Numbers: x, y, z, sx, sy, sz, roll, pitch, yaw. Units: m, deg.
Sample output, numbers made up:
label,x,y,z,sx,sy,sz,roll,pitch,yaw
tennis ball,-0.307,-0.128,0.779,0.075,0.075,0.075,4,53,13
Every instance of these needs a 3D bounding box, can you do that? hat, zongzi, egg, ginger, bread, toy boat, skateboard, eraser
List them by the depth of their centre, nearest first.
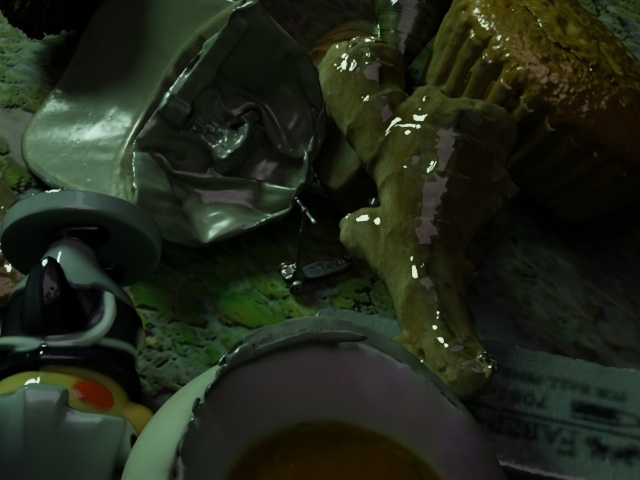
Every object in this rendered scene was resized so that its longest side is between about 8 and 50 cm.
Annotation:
label,x,y,z,sx,sy,sz,roll,pitch,yaw
egg,-0.011,0.208,1.007,0.264,0.174,0.286,-39,93,-38
eraser,0.153,0.142,1.131,0.352,0.077,0.111,12,47,7
ginger,0.079,-0.024,1.171,0.148,0.081,0.334,-3,58,-2
skateboard,0.000,0.000,1.244,0.064,0.083,0.032,-16,50,-19
bread,0.192,-0.115,1.294,0.240,0.139,0.240,35,20,-14
hat,-0.119,-0.101,1.328,0.244,0.149,0.214,21,78,54
toy boat,0.034,-0.120,1.354,0.099,0.108,0.293,26,35,-27
zongzi,0.098,-0.193,1.383,0.084,0.187,0.184,-7,69,23

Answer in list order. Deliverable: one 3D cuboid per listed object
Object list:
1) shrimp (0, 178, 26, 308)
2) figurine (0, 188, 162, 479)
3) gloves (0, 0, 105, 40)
label,x,y,z,sx,sy,sz,roll,pitch,yaw
shrimp,-0.286,-0.017,1.268,0.101,0.042,0.190,-23,54,-14
figurine,-0.175,0.101,1.091,0.133,0.176,0.236,-4,57,8
gloves,-0.167,-0.290,1.429,0.312,0.210,0.135,-26,86,-34
